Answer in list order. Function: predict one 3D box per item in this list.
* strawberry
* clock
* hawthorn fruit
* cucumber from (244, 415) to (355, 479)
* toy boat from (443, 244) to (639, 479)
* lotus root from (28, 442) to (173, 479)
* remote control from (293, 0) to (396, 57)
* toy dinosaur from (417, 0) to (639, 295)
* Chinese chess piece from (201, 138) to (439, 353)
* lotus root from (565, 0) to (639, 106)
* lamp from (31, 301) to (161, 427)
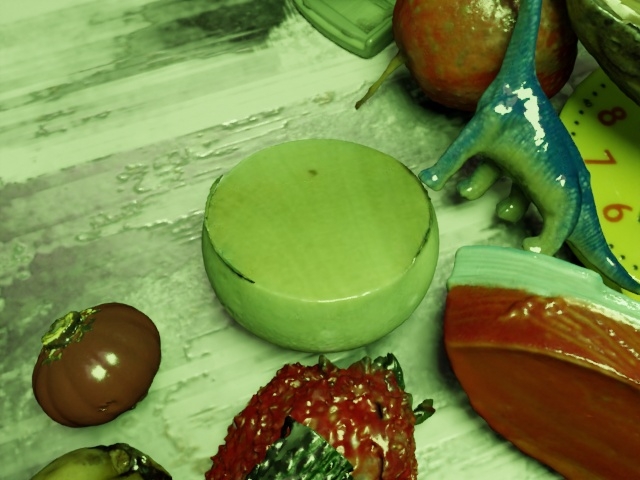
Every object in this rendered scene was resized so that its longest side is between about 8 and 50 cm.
[{"bbox_3d":[-0.005,0.154,0.472,0.192,0.085,0.140,-3,69,-1],"label":"strawberry"},{"bbox_3d":[0.343,-0.060,0.576,0.294,0.071,0.277,-27,70,-12],"label":"clock"},{"bbox_3d":[0.125,-0.185,0.584,0.204,0.162,0.162,-12,67,3],"label":"hawthorn fruit"},{"bbox_3d":[-0.074,0.215,0.373,0.067,0.067,0.245,39,76,14],"label":"cucumber"},{"bbox_3d":[0.238,0.106,0.472,0.332,0.145,0.133,30,47,9],"label":"toy boat"},{"bbox_3d":[-0.176,0.236,0.416,0.125,0.118,0.220,17,67,42],"label":"lotus root"},{"bbox_3d":[0.102,-0.311,0.702,0.123,0.038,0.285,40,74,16],"label":"remote control"},{"bbox_3d":[0.190,-0.082,0.502,0.248,0.188,0.075,38,30,8],"label":"toy dinosaur"},{"bbox_3d":[0.000,0.000,0.519,0.189,0.083,0.188,0,49,0],"label":"Chinese chess piece"},{"bbox_3d":[0.311,-0.114,0.509,0.329,0.078,0.167,32,47,-2],"label":"lotus root"},{"bbox_3d":[-0.169,0.094,0.491,0.101,0.090,0.101,-26,30,16],"label":"lamp"}]
